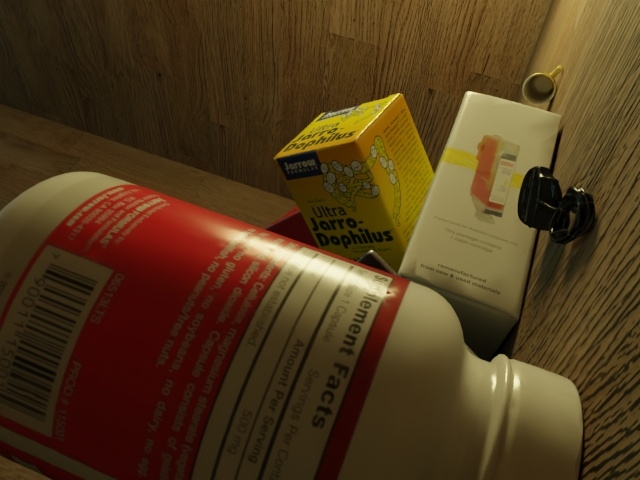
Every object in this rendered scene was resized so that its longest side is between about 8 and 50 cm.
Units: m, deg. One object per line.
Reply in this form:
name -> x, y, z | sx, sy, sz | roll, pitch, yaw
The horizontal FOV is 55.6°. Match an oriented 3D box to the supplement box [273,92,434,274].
supplement box -> 0.103, -0.068, 1.180 | 0.195, 0.194, 0.356 | -50, -57, -41

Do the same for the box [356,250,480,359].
box -> -0.028, 0.246, 0.690 | 0.395, 0.212, 0.293 | -39, -13, -15

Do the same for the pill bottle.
pill bottle -> -0.041, 0.112, 0.455 | 0.229, 0.407, 0.229 | 19, -90, -80

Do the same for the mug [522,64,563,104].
mug -> 0.450, -0.311, 1.215 | 0.064, 0.078, 0.062 | -41, -64, -53

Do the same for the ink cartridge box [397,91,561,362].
ink cartridge box -> 0.226, 0.003, 0.945 | 0.279, 0.160, 0.385 | 95, -162, -54

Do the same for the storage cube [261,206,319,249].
storage cube -> 0.000, 0.000, 1.381 | 0.193, 0.215, 0.183 | -24, 8, 43

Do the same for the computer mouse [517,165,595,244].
computer mouse -> 0.248, -0.037, 0.629 | 0.242, 0.041, 0.071 | -54, -28, -78
